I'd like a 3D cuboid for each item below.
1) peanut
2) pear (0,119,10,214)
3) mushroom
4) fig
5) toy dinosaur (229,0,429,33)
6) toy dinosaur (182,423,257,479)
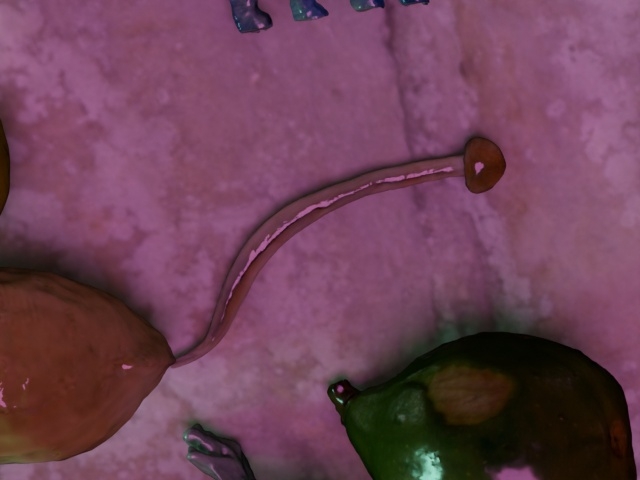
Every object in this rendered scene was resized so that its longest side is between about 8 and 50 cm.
[{"bbox_3d":[-0.278,0.099,0.967,0.340,0.158,0.174,-6,135,0],"label":"peanut"},{"bbox_3d":[-0.271,-0.041,0.958,0.107,0.107,0.131,16,106,-10],"label":"pear"},{"bbox_3d":[0.000,0.000,1.036,0.306,0.043,0.068,-29,83,6],"label":"mushroom"},{"bbox_3d":[0.118,0.158,1.035,0.245,0.195,0.195,5,112,35],"label":"fig"},{"bbox_3d":[-0.004,-0.209,0.948,0.329,0.076,0.144,-22,101,0],"label":"toy dinosaur"},{"bbox_3d":[0.029,0.264,0.994,0.383,0.129,0.076,33,127,17],"label":"toy dinosaur"}]
